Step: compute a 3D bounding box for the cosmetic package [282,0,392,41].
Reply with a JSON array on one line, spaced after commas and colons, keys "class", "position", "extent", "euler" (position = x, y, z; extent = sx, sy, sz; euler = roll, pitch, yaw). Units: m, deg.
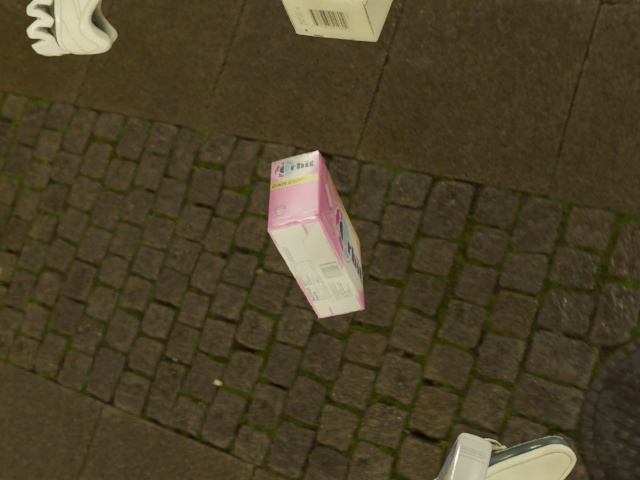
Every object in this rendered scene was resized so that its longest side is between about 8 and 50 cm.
[{"class": "cosmetic package", "position": [0.063, -0.505, 1.386], "extent": [0.160, 0.113, 0.309], "euler": [11, 69, 22]}]

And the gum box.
[{"class": "gum box", "position": [0.000, 0.000, 0.960], "extent": [0.062, 0.188, 0.107], "euler": [-12, 48, 14]}]

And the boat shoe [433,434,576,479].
[{"class": "boat shoe", "position": [0.239, 0.326, 1.110], "extent": [0.254, 0.095, 0.079], "euler": [-46, 21, 33]}]

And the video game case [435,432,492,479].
[{"class": "video game case", "position": [0.080, 0.383, 0.767], "extent": [0.036, 0.329, 0.300], "euler": [18, 53, 8]}]

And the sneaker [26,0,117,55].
[{"class": "sneaker", "position": [-0.337, -0.391, 1.086], "extent": [0.118, 0.292, 0.110], "euler": [7, 34, 4]}]
